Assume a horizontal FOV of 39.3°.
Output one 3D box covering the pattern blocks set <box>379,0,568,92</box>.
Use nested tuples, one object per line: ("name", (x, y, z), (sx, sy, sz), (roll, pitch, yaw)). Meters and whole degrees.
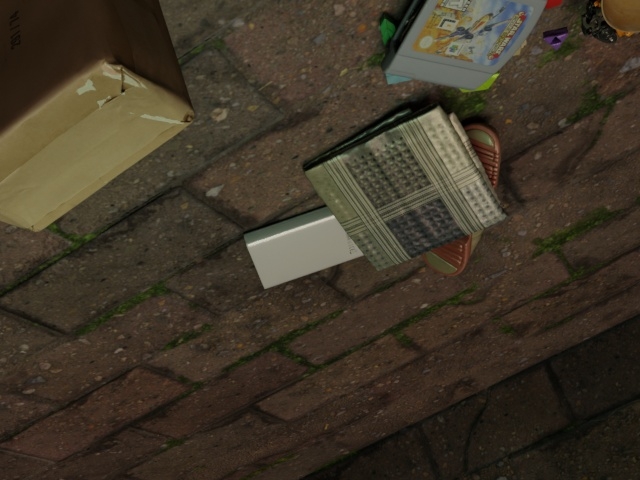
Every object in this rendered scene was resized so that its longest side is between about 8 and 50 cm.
("pattern blocks set", (0.262, -0.357, 1.530), (0.325, 0.026, 0.285), (-4, 148, 0))

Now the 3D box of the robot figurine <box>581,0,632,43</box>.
("robot figurine", (0.515, -0.457, 1.514), (0.211, 0.085, 0.291), (-30, 146, 18))

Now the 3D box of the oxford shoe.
("oxford shoe", (0.312, -0.108, 1.932), (0.146, 0.141, 0.396), (-47, 159, -41))

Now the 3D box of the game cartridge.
("game cartridge", (0.243, -0.360, 1.450), (0.198, 0.062, 0.297), (11, 145, -15))

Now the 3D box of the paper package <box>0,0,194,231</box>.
("paper package", (-0.355, -0.222, 1.170), (0.310, 0.324, 0.168), (-32, 147, 18))

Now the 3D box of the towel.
("towel", (0.172, -0.105, 1.793), (0.312, 0.056, 0.324), (-24, 125, 20))

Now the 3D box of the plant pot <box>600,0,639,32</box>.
("plant pot", (0.558, -0.441, 1.453), (0.236, 0.032, 0.236), (-16, 145, -11))

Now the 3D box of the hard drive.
("hard drive", (0.000, 0.000, 1.971), (0.308, 0.040, 0.203), (-18, 148, -2))
